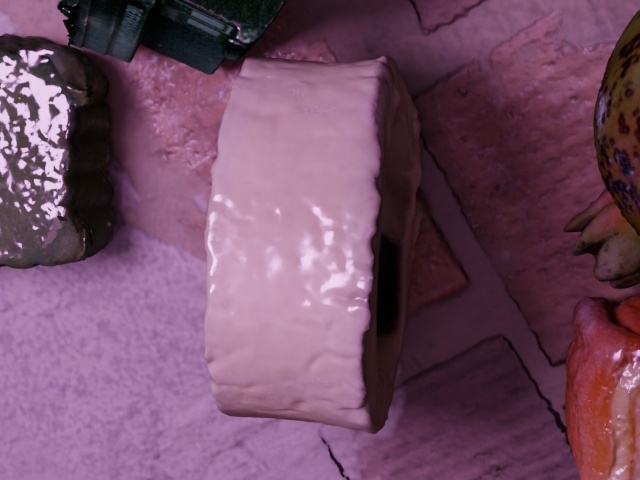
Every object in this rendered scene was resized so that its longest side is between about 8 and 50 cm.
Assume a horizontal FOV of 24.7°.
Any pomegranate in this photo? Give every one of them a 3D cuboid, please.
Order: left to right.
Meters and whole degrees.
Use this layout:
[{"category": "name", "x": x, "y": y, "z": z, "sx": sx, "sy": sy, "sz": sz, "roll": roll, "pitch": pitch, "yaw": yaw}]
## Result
[{"category": "pomegranate", "x": 0.342, "y": -0.062, "z": 1.258, "sx": 0.285, "sy": 0.285, "sz": 0.340, "roll": 40, "pitch": 138, "yaw": 1}]

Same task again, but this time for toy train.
[{"category": "toy train", "x": -0.130, "y": -0.224, "z": 1.283, "sx": 0.178, "sy": 0.330, "sz": 0.138, "roll": 23, "pitch": 83, "yaw": -9}]

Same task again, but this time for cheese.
[{"category": "cheese", "x": -0.002, "y": 0.000, "z": 1.314, "sx": 0.153, "sy": 0.292, "sz": 0.332, "roll": 6, "pitch": 92, "yaw": 11}]

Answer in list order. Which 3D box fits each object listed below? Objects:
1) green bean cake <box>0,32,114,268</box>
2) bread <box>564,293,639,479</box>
[{"category": "green bean cake", "x": -0.313, "y": -0.088, "z": 1.440, "sx": 0.223, "sy": 0.125, "sz": 0.227, "roll": 0, "pitch": 100, "yaw": 14}, {"category": "bread", "x": 0.323, "y": 0.183, "z": 1.365, "sx": 0.190, "sy": 0.123, "sz": 0.244, "roll": 2, "pitch": 104, "yaw": 10}]
